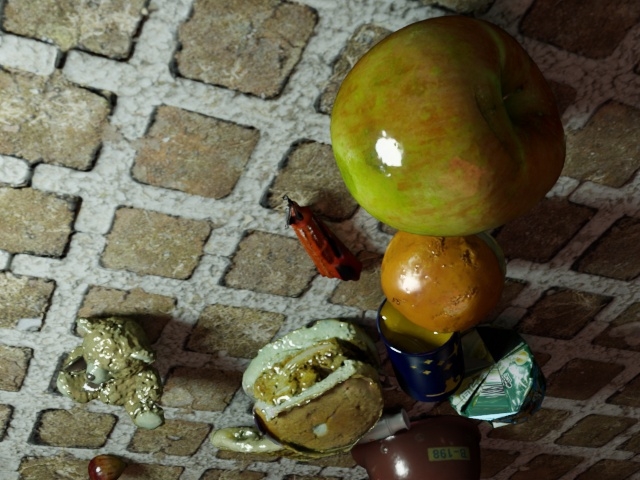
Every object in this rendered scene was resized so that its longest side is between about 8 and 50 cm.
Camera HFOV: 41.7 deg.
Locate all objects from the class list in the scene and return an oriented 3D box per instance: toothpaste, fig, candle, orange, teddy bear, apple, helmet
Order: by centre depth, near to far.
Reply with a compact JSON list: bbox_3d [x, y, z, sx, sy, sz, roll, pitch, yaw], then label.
[{"bbox_3d":[0.186,-0.164,1.280,0.340,0.339,0.339,-6,140,-5],"label":"apple"},{"bbox_3d":[0.237,0.060,1.622,0.240,0.240,0.240,-6,140,-5],"label":"orange"},{"bbox_3d":[0.000,0.000,1.637,0.084,0.059,0.301,-30,139,5],"label":"candle"},{"bbox_3d":[-0.432,0.265,1.787,0.267,0.156,0.256,21,144,9],"label":"teddy bear"},{"bbox_3d":[-0.550,0.603,2.227,0.125,0.088,0.089,-9,145,-36],"label":"fig"},{"bbox_3d":[0.082,0.528,2.272,0.323,0.066,0.100,-21,169,16],"label":"toothpaste"},{"bbox_3d":[0.292,0.670,2.360,0.385,0.230,0.337,8,138,-23],"label":"helmet"}]

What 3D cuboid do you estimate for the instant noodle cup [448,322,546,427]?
[{"bbox_3d":[0.426,0.332,2.002,0.240,0.240,0.178,-27,145,19],"label":"instant noodle cup"}]

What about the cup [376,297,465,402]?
[{"bbox_3d":[0.273,0.228,1.871,0.255,0.178,0.256,-14,142,6],"label":"cup"}]

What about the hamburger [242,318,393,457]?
[{"bbox_3d":[0.003,0.349,1.923,0.318,0.195,0.276,-26,133,10],"label":"hamburger"}]

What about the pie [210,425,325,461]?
[{"bbox_3d":[-0.114,0.514,2.125,0.339,0.077,0.339,0,162,0],"label":"pie"}]
